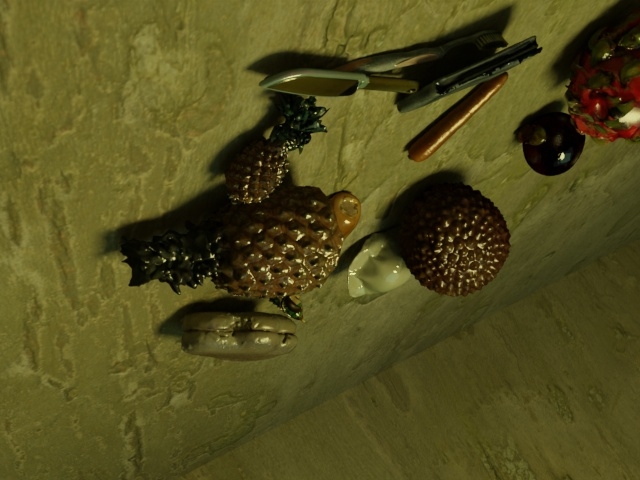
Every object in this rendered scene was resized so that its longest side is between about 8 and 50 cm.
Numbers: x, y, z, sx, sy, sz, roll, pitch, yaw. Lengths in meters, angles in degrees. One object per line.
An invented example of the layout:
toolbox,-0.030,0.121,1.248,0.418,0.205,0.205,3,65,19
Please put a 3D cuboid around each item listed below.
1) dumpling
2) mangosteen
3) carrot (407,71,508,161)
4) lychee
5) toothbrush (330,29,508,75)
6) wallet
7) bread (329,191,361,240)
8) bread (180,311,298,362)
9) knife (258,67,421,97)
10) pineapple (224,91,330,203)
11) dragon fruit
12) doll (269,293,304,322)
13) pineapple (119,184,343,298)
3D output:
dumpling,0.151,0.041,2.010,0.228,0.124,0.151,-29,124,-24
mangosteen,0.514,-0.221,1.900,0.152,0.153,0.152,-28,159,-12
carrot,0.263,-0.237,1.625,0.248,0.043,0.043,-42,158,18
lychee,0.297,-0.013,1.898,0.267,0.268,0.267,-28,159,-12
toothbrush,0.154,-0.294,1.350,0.375,0.037,0.028,-18,152,-28
wallet,0.251,-0.279,1.435,0.222,0.036,0.167,-24,-175,-16
bread,0.000,0.000,1.730,0.092,0.074,0.239,-5,146,-42
bread,-0.156,0.205,1.844,0.183,0.102,0.337,-10,167,20
knife,0.038,-0.230,1.272,0.061,0.027,0.343,-31,164,39
pineapple,-0.077,-0.134,1.298,0.221,0.083,0.103,-46,156,27
dragon fruit,0.626,-0.328,1.688,0.303,0.237,0.231,-46,179,5
doll,-0.080,0.138,1.876,0.076,0.113,0.078,-14,156,-8
pineapple,-0.147,0.006,1.413,0.361,0.202,0.202,-3,148,-27
